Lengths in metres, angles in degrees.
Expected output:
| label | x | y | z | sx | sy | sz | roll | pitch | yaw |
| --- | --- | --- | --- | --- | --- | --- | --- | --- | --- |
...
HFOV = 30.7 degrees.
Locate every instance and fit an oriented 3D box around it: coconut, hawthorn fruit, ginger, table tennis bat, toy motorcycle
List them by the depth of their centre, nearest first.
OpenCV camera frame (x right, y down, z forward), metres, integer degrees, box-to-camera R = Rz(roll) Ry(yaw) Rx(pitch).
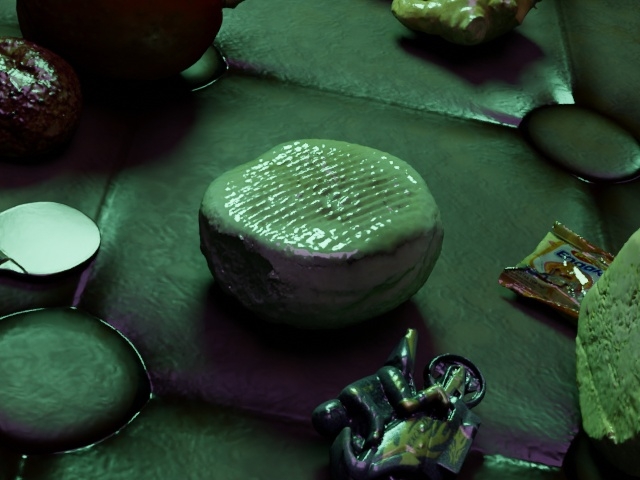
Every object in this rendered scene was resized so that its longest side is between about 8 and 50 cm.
| label | x | y | z | sx | sy | sz | roll | pitch | yaw |
| --- | --- | --- | --- | --- | --- | --- | --- | --- | --- |
| toy motorcycle | 0.056 | 0.146 | 0.906 | 0.124 | 0.061 | 0.193 | 25 | 48 | 2 |
| coconut | 0.350 | 0.090 | 0.941 | 0.244 | 0.239 | 0.239 | 5 | 40 | -9 |
| table tennis bat | -0.261 | 0.008 | 1.011 | 0.095 | 0.014 | 0.158 | 37 | 42 | 23 |
| hawthorn fruit | -0.187 | -0.260 | 1.211 | 0.253 | 0.205 | 0.205 | 5 | 40 | -19 |
| ginger | 0.196 | -0.305 | 1.462 | 0.157 | 0.102 | 0.216 | 11 | 35 | 35 |

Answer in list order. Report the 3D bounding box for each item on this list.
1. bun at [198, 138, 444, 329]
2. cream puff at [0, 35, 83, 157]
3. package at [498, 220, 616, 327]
| label | x | y | z | sx | sy | sz | roll | pitch | yaw |
| --- | --- | --- | --- | --- | --- | --- | --- | --- | --- |
| bun | 0.002 | -0.001 | 1.032 | 0.221 | 0.108 | 0.221 | 4 | 35 | -3 |
| cream puff | -0.301 | -0.144 | 1.127 | 0.149 | 0.084 | 0.149 | 8 | 38 | -6 |
| package | 0.244 | 0.035 | 1.121 | 0.108 | 0.031 | 0.120 | 32 | 42 | 20 |
